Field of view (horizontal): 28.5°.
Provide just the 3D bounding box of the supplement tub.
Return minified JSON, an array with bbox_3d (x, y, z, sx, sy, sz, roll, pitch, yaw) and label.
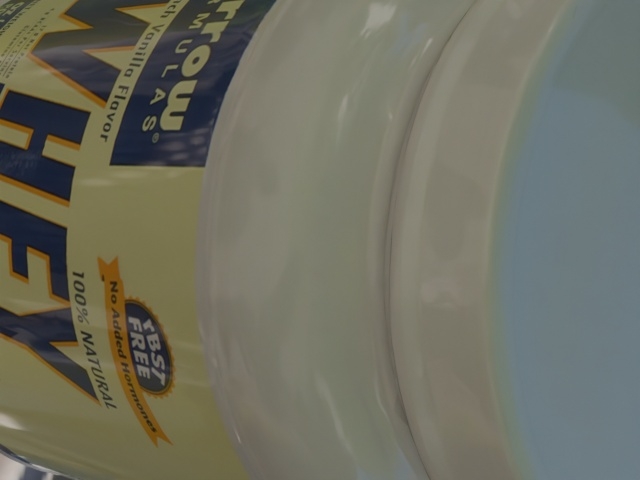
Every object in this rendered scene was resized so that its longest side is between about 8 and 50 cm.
[{"bbox_3d":[0.000,0.000,0.491,0.325,0.235,0.235,4,-95,46],"label":"supplement tub"}]
